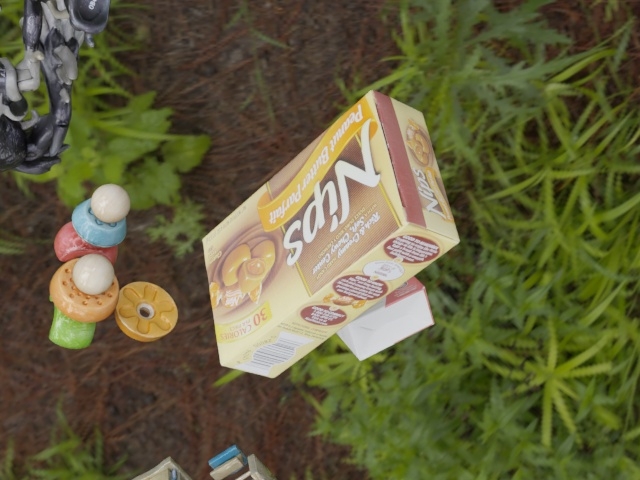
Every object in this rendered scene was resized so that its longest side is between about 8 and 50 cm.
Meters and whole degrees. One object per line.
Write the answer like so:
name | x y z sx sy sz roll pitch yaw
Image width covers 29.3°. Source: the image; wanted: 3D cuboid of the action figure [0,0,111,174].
action figure | -0.225 -0.124 0.805 0.275 0.164 0.141 -44 53 49

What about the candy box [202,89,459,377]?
candy box | 0.000 0.000 1.380 0.316 0.087 0.183 -38 49 34

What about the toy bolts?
toy bolts | -0.306 0.031 1.855 0.158 0.218 0.229 -53 39 45

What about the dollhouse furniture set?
dollhouse furniture set | -0.130 0.342 1.571 0.183 0.129 0.129 -33 120 8

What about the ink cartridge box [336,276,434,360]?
ink cartridge box | 0.055 0.068 1.656 0.115 0.198 0.067 -25 122 -11
